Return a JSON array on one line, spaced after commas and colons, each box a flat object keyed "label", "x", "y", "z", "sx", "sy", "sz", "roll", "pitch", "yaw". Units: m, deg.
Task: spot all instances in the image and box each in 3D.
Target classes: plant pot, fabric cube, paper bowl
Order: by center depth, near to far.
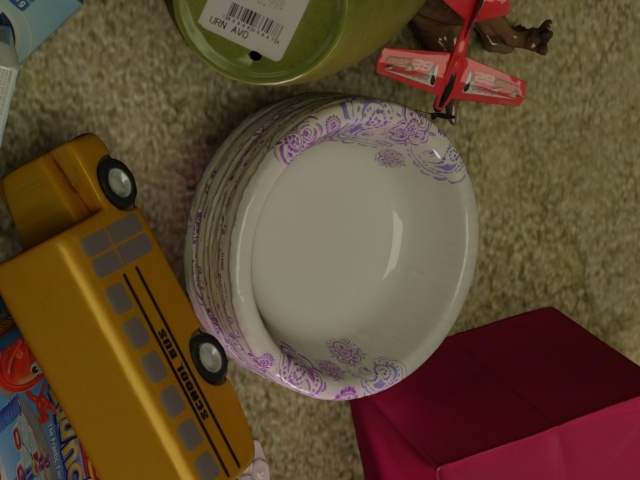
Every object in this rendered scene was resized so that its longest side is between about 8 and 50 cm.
[{"label": "plant pot", "x": -0.028, "y": -0.240, "z": 1.413, "sx": 0.275, "sy": 0.293, "sz": 0.274, "roll": 3, "pitch": 115, "yaw": 6}, {"label": "paper bowl", "x": 0.000, "y": 0.000, "z": 1.602, "sx": 0.284, "sy": 0.148, "sz": 0.284, "roll": -7, "pitch": 103, "yaw": -35}, {"label": "fabric cube", "x": 0.203, "y": 0.247, "z": 1.709, "sx": 0.259, "sy": 0.258, "sz": 0.254, "roll": -16, "pitch": 109, "yaw": -14}]

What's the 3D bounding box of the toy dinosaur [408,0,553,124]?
[{"label": "toy dinosaur", "x": 0.134, "y": -0.271, "z": 1.613, "sx": 0.200, "sy": 0.127, "sz": 0.295, "roll": 17, "pitch": 116, "yaw": -12}]

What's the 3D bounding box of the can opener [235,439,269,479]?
[{"label": "can opener", "x": -0.154, "y": 0.250, "z": 1.610, "sx": 0.280, "sy": 0.093, "sz": 0.074, "roll": -11, "pitch": 100, "yaw": -50}]

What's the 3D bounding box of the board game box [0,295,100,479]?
[{"label": "board game box", "x": -0.296, "y": 0.238, "z": 1.518, "sx": 0.086, "sy": 0.302, "sz": 0.308, "roll": 1, "pitch": 111, "yaw": 25}]

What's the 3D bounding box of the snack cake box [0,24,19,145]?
[{"label": "snack cake box", "x": -0.366, "y": -0.066, "z": 1.468, "sx": 0.152, "sy": 0.089, "sz": 0.264, "roll": 9, "pitch": 119, "yaw": -21}]

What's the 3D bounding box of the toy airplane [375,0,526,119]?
[{"label": "toy airplane", "x": 0.128, "y": -0.178, "z": 1.586, "sx": 0.151, "sy": 0.028, "sz": 0.151, "roll": -2, "pitch": 125, "yaw": -3}]

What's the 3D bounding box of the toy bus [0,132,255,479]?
[{"label": "toy bus", "x": -0.186, "y": 0.079, "z": 1.501, "sx": 0.108, "sy": 0.130, "sz": 0.332, "roll": -24, "pitch": 96, "yaw": 32}]

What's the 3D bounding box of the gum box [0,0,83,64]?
[{"label": "gum box", "x": -0.327, "y": -0.205, "z": 1.476, "sx": 0.184, "sy": 0.041, "sz": 0.157, "roll": -39, "pitch": 117, "yaw": 17}]
